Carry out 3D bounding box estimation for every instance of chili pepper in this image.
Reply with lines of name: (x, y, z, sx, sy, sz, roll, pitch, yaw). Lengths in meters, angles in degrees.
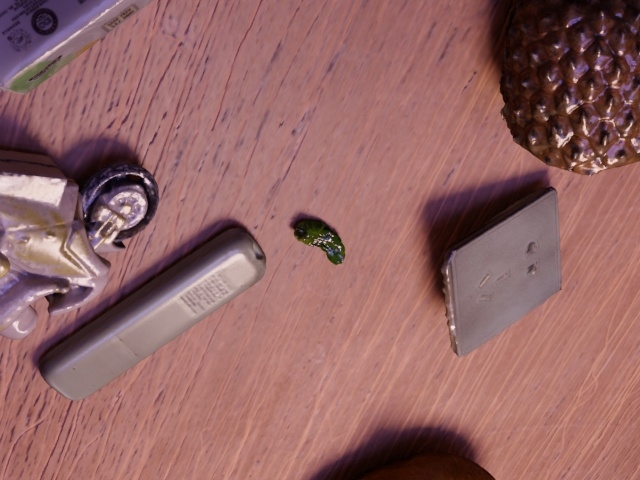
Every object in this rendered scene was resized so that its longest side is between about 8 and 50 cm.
chili pepper: (0.000, -0.001, 1.406, 0.030, 0.034, 0.091, -20, 144, 34)

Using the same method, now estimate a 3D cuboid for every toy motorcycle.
toy motorcycle: (-0.341, 0.008, 1.177, 0.341, 0.108, 0.223, 3, 118, -37)

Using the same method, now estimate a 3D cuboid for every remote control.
remote control: (-0.202, 0.095, 1.364, 0.309, 0.038, 0.090, -35, 135, 2)

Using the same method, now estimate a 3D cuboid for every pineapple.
pineapple: (0.304, -0.260, 1.260, 0.202, 0.202, 0.362, -13, 120, -18)

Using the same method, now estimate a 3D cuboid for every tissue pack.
tissue pack: (-0.227, -0.258, 1.012, 0.229, 0.145, 0.159, -36, 90, 2)

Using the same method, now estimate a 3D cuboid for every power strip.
power strip: (0.238, 0.037, 1.531, 0.213, 0.064, 0.198, -30, 133, -23)

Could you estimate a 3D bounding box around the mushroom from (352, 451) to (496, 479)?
mushroom: (0.138, 0.477, 1.740, 0.345, 0.239, 0.345, -1, 133, -1)
